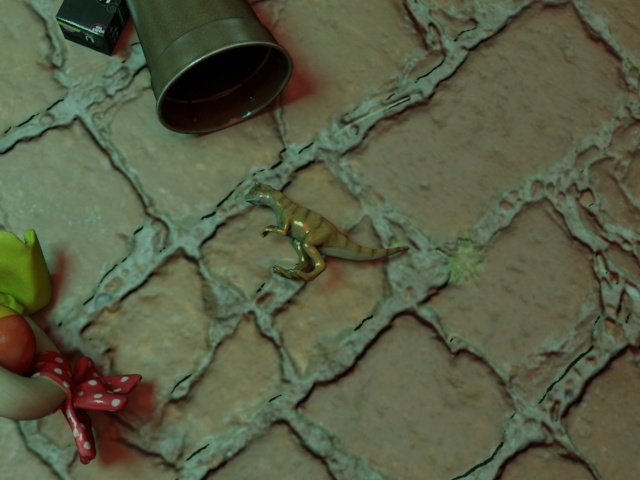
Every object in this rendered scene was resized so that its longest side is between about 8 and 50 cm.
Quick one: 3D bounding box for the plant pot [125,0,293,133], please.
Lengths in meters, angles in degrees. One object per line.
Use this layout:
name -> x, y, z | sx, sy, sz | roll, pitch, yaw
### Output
plant pot -> -0.140, -0.239, 0.762 | 0.167, 0.167, 0.165 | -22, 75, -13

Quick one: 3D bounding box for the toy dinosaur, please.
toy dinosaur -> 0.000, 0.000, 0.779 | 0.212, 0.064, 0.112 | 29, 74, -3

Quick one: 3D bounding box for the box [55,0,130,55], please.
box -> -0.272, -0.281, 0.794 | 0.062, 0.052, 0.083 | 21, 77, -4

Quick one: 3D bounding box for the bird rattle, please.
bird rattle -> -0.307, 0.116, 0.641 | 0.143, 0.207, 0.253 | -36, 77, 4
